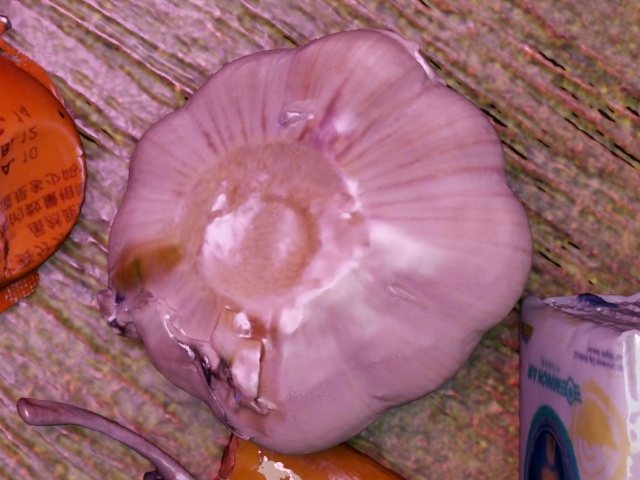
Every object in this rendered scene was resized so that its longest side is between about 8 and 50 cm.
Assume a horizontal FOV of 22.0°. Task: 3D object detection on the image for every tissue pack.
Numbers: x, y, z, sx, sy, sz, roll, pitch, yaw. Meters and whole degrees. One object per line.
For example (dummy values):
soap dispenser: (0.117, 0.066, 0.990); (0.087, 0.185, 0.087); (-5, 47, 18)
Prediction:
tissue pack: (0.249, 0.241, 1.257); (0.162, 0.287, 0.388); (-2, 93, -6)

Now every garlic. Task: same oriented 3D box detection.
garlic: (-0.004, -0.004, 1.234); (0.322, 0.241, 0.322); (0, 92, -8)

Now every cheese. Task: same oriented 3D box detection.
cheese: (-0.267, -0.088, 1.216); (0.217, 0.129, 0.329); (-38, 130, -41)

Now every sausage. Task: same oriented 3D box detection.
sausage: (0.041, 0.228, 1.323); (0.270, 0.109, 0.109); (32, 88, -11)

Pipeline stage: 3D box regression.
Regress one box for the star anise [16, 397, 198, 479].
star anise: (-0.124, 0.321, 1.263); (0.359, 0.139, 0.316); (31, 59, -26)
